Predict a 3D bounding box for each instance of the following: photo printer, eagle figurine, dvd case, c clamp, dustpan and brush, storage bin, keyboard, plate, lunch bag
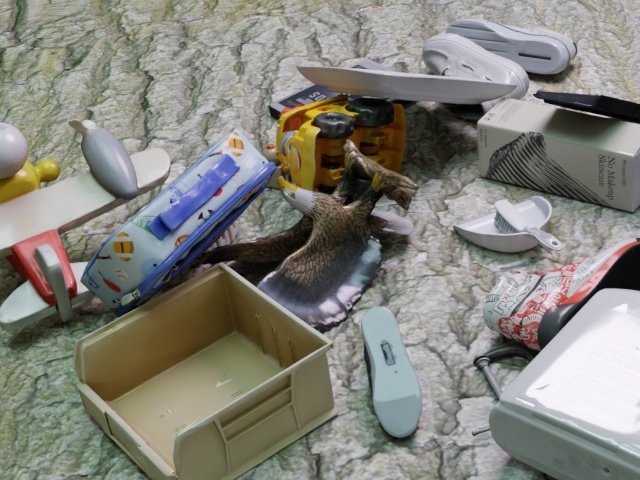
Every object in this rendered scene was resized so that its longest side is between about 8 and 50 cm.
[{"bbox_3d":[0.394,0.183,1.573,0.256,0.107,0.307,21,44,33],"label":"photo printer"},{"bbox_3d":[-0.009,-0.007,1.920,0.298,0.225,0.226,-51,-1,-1],"label":"eagle figurine"},{"bbox_3d":[0.050,-0.260,2.374,0.239,0.029,0.179,-28,38,-26],"label":"dvd case"},{"bbox_3d":[0.248,0.186,1.681,0.137,0.022,0.160,-10,33,-3],"label":"c clamp"},{"bbox_3d":[0.306,-0.017,1.929,0.147,0.060,0.211,-20,35,-14],"label":"dustpan and brush"},{"bbox_3d":[-0.156,0.184,1.697,0.260,0.123,0.262,-29,39,-26],"label":"storage bin"},{"bbox_3d":[0.492,-0.205,2.043,0.202,0.033,0.317,9,6,36],"label":"keyboard"},{"bbox_3d":[0.140,-0.261,2.150,0.277,0.045,0.278,0,9,-32],"label":"plate"},{"bbox_3d":[-0.205,-0.020,1.837,0.303,0.115,0.243,-47,5,-31],"label":"lunch bag"}]

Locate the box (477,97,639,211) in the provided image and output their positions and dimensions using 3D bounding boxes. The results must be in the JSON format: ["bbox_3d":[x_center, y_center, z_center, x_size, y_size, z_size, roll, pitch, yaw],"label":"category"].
[{"bbox_3d":[0.392,-0.139,2.043,0.275,0.113,0.094,16,41,34],"label":"box"}]

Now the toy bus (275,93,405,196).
[{"bbox_3d":[0.000,-0.166,2.108,0.211,0.149,0.220,25,32,36],"label":"toy bus"}]

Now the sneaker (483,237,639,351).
[{"bbox_3d":[0.341,0.058,1.785,0.145,0.090,0.270,17,40,40],"label":"sneaker"}]

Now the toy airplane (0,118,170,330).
[{"bbox_3d":[-0.469,-0.048,1.978,0.385,0.272,0.386,4,36,19],"label":"toy airplane"}]

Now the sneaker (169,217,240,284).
[{"bbox_3d":[-0.213,-0.009,2.032,0.083,0.084,0.215,11,37,43],"label":"sneaker"}]

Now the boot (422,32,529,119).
[{"bbox_3d":[0.246,-0.296,2.321,0.123,0.095,0.258,-34,38,-25],"label":"boot"}]

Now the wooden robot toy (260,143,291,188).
[{"bbox_3d":[-0.083,-0.136,2.182,0.173,0.079,0.076,11,39,27],"label":"wooden robot toy"}]

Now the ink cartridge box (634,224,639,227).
[{"bbox_3d":[0.641,-0.020,1.781,0.371,0.069,0.176,6,3,25],"label":"ink cartridge box"}]

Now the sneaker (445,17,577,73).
[{"bbox_3d":[0.360,-0.363,2.411,0.258,0.094,0.091,21,26,31],"label":"sneaker"}]

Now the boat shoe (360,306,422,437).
[{"bbox_3d":[0.095,0.183,1.696,0.065,0.083,0.183,-10,61,0],"label":"boat shoe"}]
